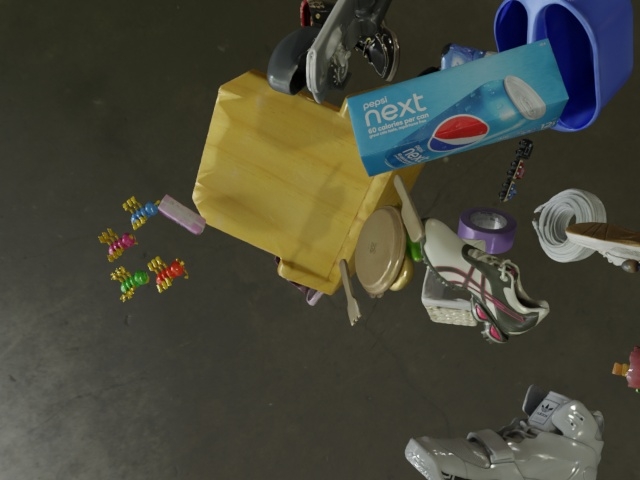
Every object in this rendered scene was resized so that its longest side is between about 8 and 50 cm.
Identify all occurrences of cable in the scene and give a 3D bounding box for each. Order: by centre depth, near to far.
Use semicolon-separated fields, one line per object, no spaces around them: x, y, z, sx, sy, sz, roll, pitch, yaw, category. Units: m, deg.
0.863;-0.049;1.790;0.089;0.257;0.257;9;60;-17;cable

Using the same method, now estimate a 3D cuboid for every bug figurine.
-0.485;0.031;1.412;0.216;0.072;0.279;-30;75;13;bug figurine

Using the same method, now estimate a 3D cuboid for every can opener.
0.026;-0.277;0.584;0.095;0.076;0.284;17;66;16;can opener

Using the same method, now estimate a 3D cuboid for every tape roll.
0.569;-0.037;1.776;0.188;0.080;0.189;0;30;0;tape roll

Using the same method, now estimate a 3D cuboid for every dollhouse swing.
-0.004;-0.138;0.962;0.304;0.347;0.315;32;33;14;dollhouse swing

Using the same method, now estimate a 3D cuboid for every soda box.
0.140;-0.136;0.550;0.209;0.067;0.071;-14;75;11;soda box

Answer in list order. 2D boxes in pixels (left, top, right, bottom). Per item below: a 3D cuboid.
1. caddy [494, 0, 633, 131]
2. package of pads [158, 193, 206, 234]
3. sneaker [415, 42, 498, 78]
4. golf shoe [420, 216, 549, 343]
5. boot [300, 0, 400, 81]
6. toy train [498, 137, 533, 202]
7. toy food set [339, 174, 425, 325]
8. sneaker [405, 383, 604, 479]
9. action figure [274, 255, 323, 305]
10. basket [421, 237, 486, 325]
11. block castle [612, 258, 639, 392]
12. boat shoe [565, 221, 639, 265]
0.497;-0.387;1.089;0.179;0.341;0.241;-43;42;-11;caddy
-0.235;-0.042;0.885;0.083;0.050;0.032;33;77;-8;package of pads
0.282;-0.331;1.207;0.147;0.330;0.130;28;61;5;sneaker
0.284;0.052;0.923;0.273;0.120;0.105;48;43;-1;golf shoe
0.095;-0.680;1.730;0.284;0.138;0.378;-1;57;-18;boot
0.452;-0.159;1.193;0.036;0.027;0.158;22;90;8;toy train
0.089;0.017;0.704;0.038;0.192;0.133;11;44;-23;toy food set
0.330;0.346;0.894;0.365;0.137;0.210;21;84;-12;sneaker
0.000;0.000;1.623;0.276;0.370;0.248;46;107;7;action figure
0.293;0.090;1.111;0.113;0.103;0.167;3;54;27;basket
0.804;0.212;1.165;0.212;0.453;0.303;8;80;41;block castle
0.773;0.023;1.335;0.098;0.096;0.277;-33;34;-33;boat shoe
